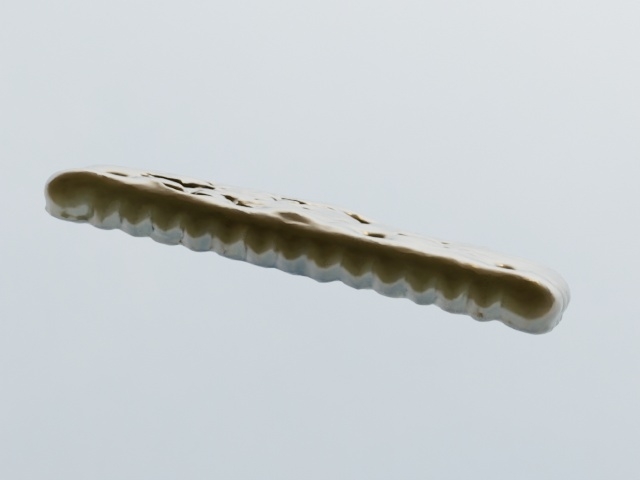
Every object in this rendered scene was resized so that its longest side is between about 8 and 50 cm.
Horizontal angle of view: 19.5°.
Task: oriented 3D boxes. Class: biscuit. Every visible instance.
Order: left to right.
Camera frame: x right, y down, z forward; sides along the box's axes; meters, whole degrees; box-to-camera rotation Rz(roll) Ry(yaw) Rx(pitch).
[{"bbox_3d":[0.000,0.000,1.192,0.325,0.217,0.044,14,-85,9],"label":"biscuit"}]
